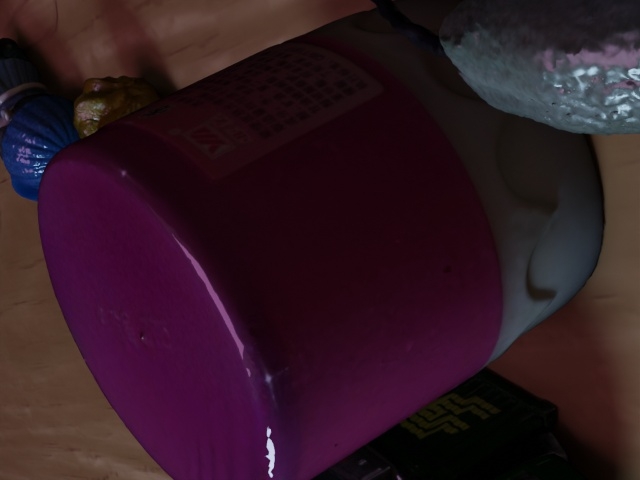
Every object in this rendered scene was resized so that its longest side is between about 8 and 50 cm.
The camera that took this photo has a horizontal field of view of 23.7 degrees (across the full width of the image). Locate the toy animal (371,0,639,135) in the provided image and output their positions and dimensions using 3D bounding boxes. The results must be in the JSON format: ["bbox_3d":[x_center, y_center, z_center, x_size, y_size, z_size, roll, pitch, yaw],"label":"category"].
[{"bbox_3d":[0.076,-0.089,0.592,0.253,0.079,0.070,25,142,50],"label":"toy animal"}]

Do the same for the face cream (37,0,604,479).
[{"bbox_3d":[0.000,0.000,0.674,0.175,0.195,0.175,38,145,34],"label":"face cream"}]

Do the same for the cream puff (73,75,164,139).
[{"bbox_3d":[-0.113,-0.068,0.952,0.058,0.083,0.083,-36,66,18],"label":"cream puff"}]

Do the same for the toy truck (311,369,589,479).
[{"bbox_3d":[0.040,0.120,0.794,0.259,0.121,0.088,30,138,45],"label":"toy truck"}]

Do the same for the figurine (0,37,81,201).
[{"bbox_3d":[-0.202,-0.093,1.074,0.079,0.077,0.136,-37,63,28],"label":"figurine"}]
